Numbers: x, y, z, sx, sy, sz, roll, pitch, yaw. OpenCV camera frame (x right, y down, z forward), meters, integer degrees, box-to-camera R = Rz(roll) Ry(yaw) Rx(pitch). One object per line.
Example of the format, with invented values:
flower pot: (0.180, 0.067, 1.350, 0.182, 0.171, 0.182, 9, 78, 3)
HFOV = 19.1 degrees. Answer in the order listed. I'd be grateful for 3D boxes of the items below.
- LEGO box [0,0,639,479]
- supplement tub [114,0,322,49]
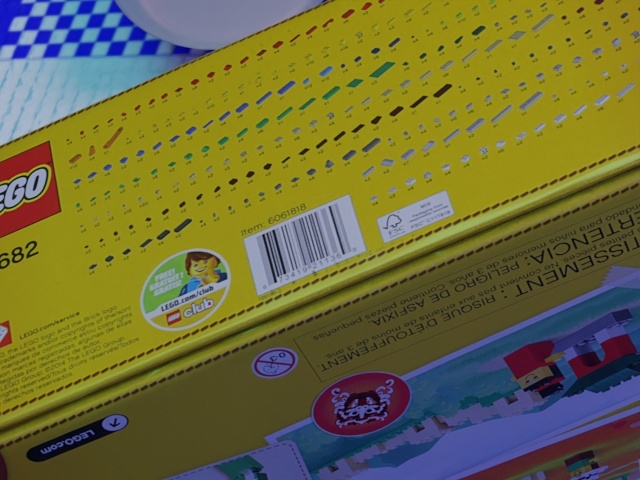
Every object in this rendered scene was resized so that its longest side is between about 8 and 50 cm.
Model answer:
LEGO box: (0.058, 0.058, 1.053, 0.500, 0.372, 0.193, -22, 49, 7)
supplement tub: (-0.094, -0.303, 1.513, 0.191, 0.191, 0.272, -22, 50, 8)
